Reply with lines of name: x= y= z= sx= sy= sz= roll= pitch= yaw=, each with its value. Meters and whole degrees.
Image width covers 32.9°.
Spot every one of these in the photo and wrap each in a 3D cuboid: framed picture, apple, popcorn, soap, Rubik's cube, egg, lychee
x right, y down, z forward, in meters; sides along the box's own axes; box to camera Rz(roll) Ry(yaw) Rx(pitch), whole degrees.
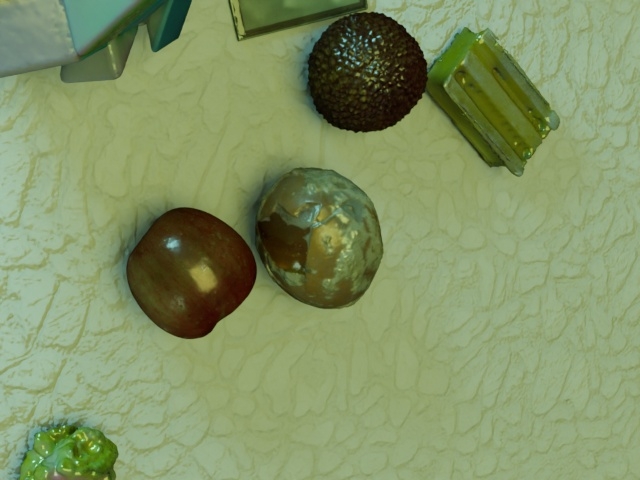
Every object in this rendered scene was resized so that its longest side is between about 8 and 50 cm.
framed picture: x=-0.042 y=-0.411 z=1.644 sx=0.231 sy=0.010 sz=0.173 roll=-18 pitch=106 yaw=-23
apple: x=-0.188 y=0.049 z=1.563 sx=0.168 sy=0.181 sz=0.181 roll=39 pitch=80 yaw=-2
popcorn: x=-0.361 y=0.333 z=1.551 sx=0.126 sy=0.126 sz=0.145 roll=59 pitch=44 yaw=-37
soap: x=0.285 y=-0.230 z=1.804 sx=0.233 sy=0.076 sz=0.135 roll=44 pitch=78 yaw=-27
Rubik's cube: x=-0.303 y=-0.376 z=1.316 sx=0.368 sy=0.387 sz=0.358 roll=-15 pitch=116 yaw=-12
egg: x=0.000 y=0.000 z=1.637 sx=0.195 sy=0.195 sz=0.233 roll=-24 pitch=121 yaw=-21
lychee: x=0.071 y=-0.258 z=1.639 sx=0.194 sy=0.194 sz=0.194 roll=-5 pitch=101 yaw=-26
